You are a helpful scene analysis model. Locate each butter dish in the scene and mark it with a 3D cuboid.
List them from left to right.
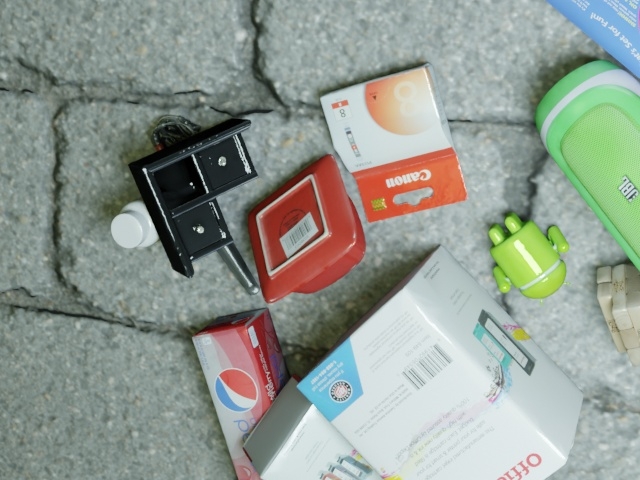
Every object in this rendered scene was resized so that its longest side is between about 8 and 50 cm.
[{"bbox_3d":[0.000,0.000,1.323,0.160,0.118,0.160,-35,48,25],"label":"butter dish"}]

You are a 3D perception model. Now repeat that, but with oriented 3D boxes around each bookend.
[{"bbox_3d":[-0.144,-0.057,1.340,0.156,0.072,0.157,-26,108,-20],"label":"bookend"}]

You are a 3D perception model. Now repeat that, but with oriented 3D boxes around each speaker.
[{"bbox_3d":[0.358,-0.054,1.105,0.131,0.131,0.297,-45,61,25],"label":"speaker"}]

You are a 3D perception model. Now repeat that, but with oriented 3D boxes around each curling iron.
[{"bbox_3d":[-0.153,-0.046,1.403,0.068,0.035,0.274,-22,97,25],"label":"curling iron"}]

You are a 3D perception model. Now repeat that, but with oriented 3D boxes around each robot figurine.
[{"bbox_3d":[0.253,0.022,1.254,0.101,0.067,0.115,-38,90,17],"label":"robot figurine"}]

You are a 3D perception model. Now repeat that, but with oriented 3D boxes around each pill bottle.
[{"bbox_3d":[-0.235,-0.027,1.394,0.065,0.116,0.065,6,108,19],"label":"pill bottle"}]

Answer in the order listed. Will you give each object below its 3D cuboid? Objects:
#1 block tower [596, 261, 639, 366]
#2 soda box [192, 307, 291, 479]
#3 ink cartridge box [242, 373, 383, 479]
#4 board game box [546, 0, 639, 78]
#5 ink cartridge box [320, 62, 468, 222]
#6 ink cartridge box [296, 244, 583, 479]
[{"bbox_3d":[0.490,0.058,1.152,0.335,0.091,0.097,-14,121,25],"label":"block tower"},{"bbox_3d":[-0.088,0.234,1.435,0.092,0.083,0.263,-13,100,23],"label":"soda box"},{"bbox_3d":[0.013,0.284,1.341,0.176,0.128,0.127,37,85,-16],"label":"ink cartridge box"},{"bbox_3d":[0.369,-0.269,1.047,0.347,0.078,0.233,41,157,5],"label":"board game box"},{"bbox_3d":[0.092,-0.117,1.288,0.145,0.045,0.179,-13,98,24],"label":"ink cartridge box"},{"bbox_3d":[0.154,0.187,1.267,0.270,0.197,0.198,47,115,2],"label":"ink cartridge box"}]
